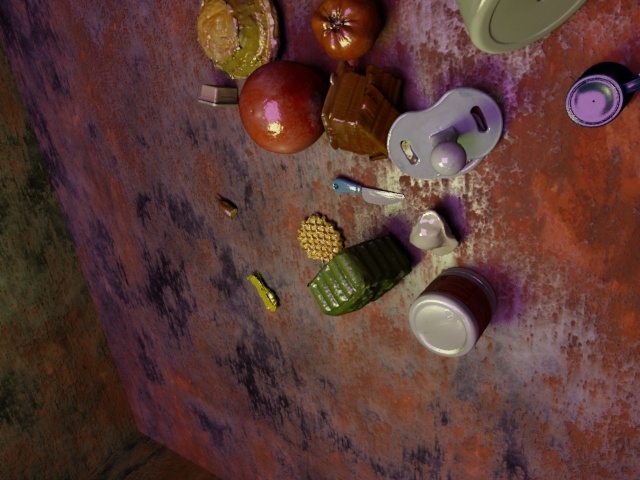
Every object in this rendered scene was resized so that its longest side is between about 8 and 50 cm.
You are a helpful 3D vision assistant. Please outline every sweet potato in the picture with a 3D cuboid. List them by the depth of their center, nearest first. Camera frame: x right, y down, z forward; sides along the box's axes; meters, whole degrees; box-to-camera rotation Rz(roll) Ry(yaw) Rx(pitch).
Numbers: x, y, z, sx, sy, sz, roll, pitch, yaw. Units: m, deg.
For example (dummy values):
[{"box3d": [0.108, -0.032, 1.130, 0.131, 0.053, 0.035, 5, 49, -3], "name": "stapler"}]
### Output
[{"box3d": [-0.371, -0.134, 1.941, 0.117, 0.049, 0.049, 42, 132, 12], "name": "sweet potato"}]

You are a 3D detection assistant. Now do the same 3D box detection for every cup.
[{"box3d": [0.585, -0.311, 1.031, 0.113, 0.138, 0.150, 45, 133, 10], "name": "cup"}]

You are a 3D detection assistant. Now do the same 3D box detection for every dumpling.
[{"box3d": [0.326, -0.013, 1.425, 0.134, 0.100, 0.169, 34, 131, 15], "name": "dumpling"}]

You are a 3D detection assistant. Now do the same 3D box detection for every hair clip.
[{"box3d": [-0.228, 0.208, 2.016, 0.173, 0.046, 0.072, 54, 137, 4], "name": "hair clip"}]

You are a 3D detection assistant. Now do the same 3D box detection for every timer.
[{"box3d": [0.366, -0.591, 1.004, 0.291, 0.290, 0.315, -45, 60, 43], "name": "timer"}]

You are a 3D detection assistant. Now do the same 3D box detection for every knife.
[{"box3d": [0.145, -0.145, 1.550, 0.244, 0.032, 0.058, 19, 122, 24], "name": "knife"}]

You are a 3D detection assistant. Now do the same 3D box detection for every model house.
[{"box3d": [0.134, -0.340, 1.361, 0.229, 0.219, 0.199, 22, 84, 19], "name": "model house"}]

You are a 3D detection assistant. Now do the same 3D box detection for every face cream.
[{"box3d": [0.378, 0.204, 1.441, 0.201, 0.187, 0.201, 18, 124, 30], "name": "face cream"}]

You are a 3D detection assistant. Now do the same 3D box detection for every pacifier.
[{"box3d": [0.307, -0.224, 1.227, 0.287, 0.226, 0.238, -19, 121, 23], "name": "pacifier"}]

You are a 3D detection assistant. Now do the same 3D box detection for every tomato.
[{"box3d": [-0.094, -0.381, 1.435, 0.265, 0.265, 0.265, 18, 124, 30], "name": "tomato"}]

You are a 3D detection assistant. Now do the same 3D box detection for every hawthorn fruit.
[{"box3d": [0.068, -0.551, 1.281, 0.189, 0.189, 0.189, 18, 124, 30], "name": "hawthorn fruit"}]

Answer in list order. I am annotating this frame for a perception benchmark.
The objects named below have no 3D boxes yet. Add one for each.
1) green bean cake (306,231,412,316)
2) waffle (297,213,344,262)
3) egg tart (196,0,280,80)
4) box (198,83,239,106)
[{"box3d": [0.120, 0.114, 1.542, 0.156, 0.250, 0.247, 58, 134, 15], "name": "green bean cake"}, {"box3d": [-0.001, -0.005, 1.728, 0.191, 0.038, 0.191, 18, 124, 29], "name": "waffle"}, {"box3d": [-0.271, -0.640, 1.530, 0.341, 0.132, 0.341, 20, 125, 31], "name": "egg tart"}, {"box3d": [-0.337, -0.484, 1.679, 0.089, 0.122, 0.062, 20, 113, 29], "name": "box"}]
